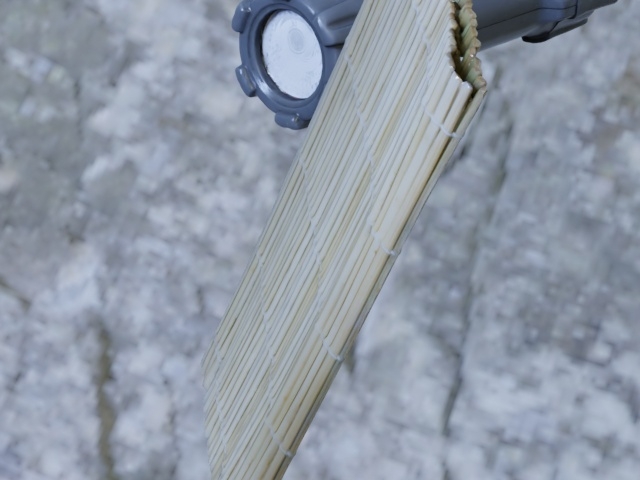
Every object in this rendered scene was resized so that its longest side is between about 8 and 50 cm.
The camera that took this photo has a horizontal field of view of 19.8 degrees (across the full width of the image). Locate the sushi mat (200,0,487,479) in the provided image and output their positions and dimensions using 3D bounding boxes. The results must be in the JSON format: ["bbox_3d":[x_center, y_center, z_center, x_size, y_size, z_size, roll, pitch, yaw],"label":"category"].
[{"bbox_3d":[0.000,0.000,0.866,0.019,0.151,0.316,13,128,-17],"label":"sushi mat"}]

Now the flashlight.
[{"bbox_3d":[0.075,-0.161,1.286,0.103,0.304,0.103,-32,84,46],"label":"flashlight"}]
